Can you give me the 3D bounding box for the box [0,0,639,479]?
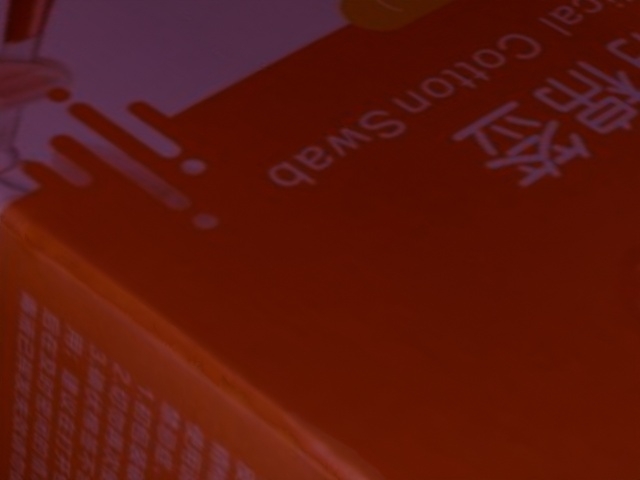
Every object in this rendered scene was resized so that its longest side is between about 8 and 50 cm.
[{"bbox_3d":[0.000,0.000,0.502,0.341,0.143,0.225,36,48,29],"label":"box"}]
